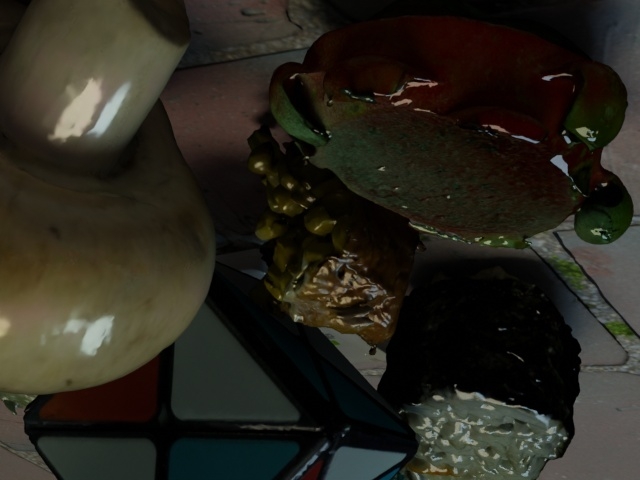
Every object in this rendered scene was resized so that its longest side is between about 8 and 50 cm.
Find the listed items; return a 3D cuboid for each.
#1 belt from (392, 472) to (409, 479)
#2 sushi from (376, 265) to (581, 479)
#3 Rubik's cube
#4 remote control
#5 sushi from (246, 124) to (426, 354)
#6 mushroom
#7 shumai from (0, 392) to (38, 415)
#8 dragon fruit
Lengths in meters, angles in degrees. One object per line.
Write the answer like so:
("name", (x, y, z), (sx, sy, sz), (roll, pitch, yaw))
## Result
("belt", (0.147, 0.331, 1.960), (0.207, 0.150, 0.257), (17, 155, -37))
("sushi", (0.173, 0.160, 1.569), (0.211, 0.171, 0.350), (7, 155, 9))
("Rubik's cube", (-0.092, 0.187, 1.404), (0.246, 0.250, 0.248), (46, -171, 23))
("remote control", (-0.023, 0.080, 1.660), (0.103, 0.034, 0.250), (-11, 146, 42))
("sushi", (0.001, -0.001, 1.302), (0.179, 0.167, 0.296), (17, -165, -4))
("mushroom", (-0.222, -0.051, 1.154), (0.353, 0.353, 0.325), (-9, 119, 40))
("shumai", (-0.251, 0.199, 1.690), (0.288, 0.330, 0.292), (9, -159, -21))
("dragon fruit", (0.109, -0.091, 1.108), (0.295, 0.130, 0.268), (22, 154, -17))
